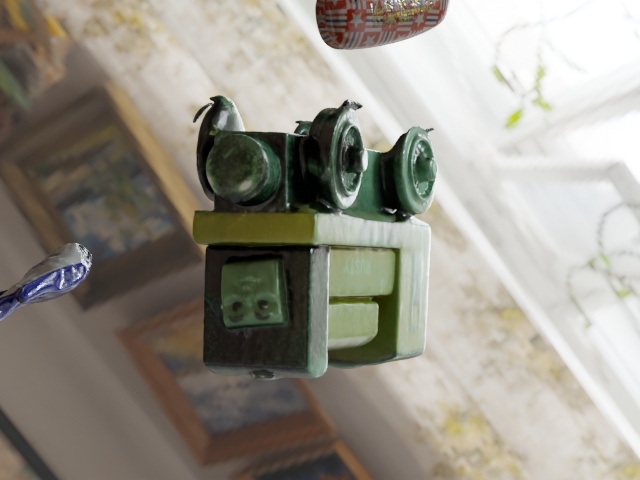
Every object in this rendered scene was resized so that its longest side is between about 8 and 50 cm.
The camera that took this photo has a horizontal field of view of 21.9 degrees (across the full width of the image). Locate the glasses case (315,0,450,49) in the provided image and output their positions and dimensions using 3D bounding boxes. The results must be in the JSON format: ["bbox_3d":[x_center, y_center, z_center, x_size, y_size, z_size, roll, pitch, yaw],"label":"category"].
[{"bbox_3d":[0.076,-0.252,1.814,0.194,0.073,0.049,-21,-163,-42],"label":"glasses case"}]

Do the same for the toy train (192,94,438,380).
[{"bbox_3d":[0.000,0.000,1.572,0.160,0.253,0.397,3,180,22],"label":"toy train"}]

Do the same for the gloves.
[{"bbox_3d":[-0.176,0.032,0.993,0.064,0.026,0.086,-30,-174,39],"label":"gloves"}]
